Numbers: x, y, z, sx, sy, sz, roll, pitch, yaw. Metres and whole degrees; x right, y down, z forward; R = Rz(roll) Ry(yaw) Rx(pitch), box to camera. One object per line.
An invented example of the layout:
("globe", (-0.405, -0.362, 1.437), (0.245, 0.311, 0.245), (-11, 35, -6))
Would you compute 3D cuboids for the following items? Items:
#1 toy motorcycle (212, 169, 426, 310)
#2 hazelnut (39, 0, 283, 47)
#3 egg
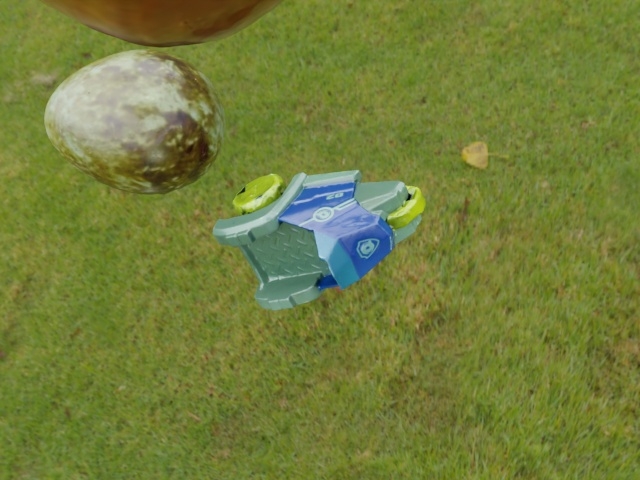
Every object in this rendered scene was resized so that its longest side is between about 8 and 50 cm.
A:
("toy motorcycle", (0.000, 0.000, 1.122), (0.326, 0.191, 0.200), (-11, 32, 35))
("hazelnut", (-0.127, -0.314, 0.528), (0.372, 0.372, 0.315), (-27, 98, -3))
("egg", (-0.299, -0.192, 1.167), (0.289, 0.238, 0.238), (-9, 52, -31))
